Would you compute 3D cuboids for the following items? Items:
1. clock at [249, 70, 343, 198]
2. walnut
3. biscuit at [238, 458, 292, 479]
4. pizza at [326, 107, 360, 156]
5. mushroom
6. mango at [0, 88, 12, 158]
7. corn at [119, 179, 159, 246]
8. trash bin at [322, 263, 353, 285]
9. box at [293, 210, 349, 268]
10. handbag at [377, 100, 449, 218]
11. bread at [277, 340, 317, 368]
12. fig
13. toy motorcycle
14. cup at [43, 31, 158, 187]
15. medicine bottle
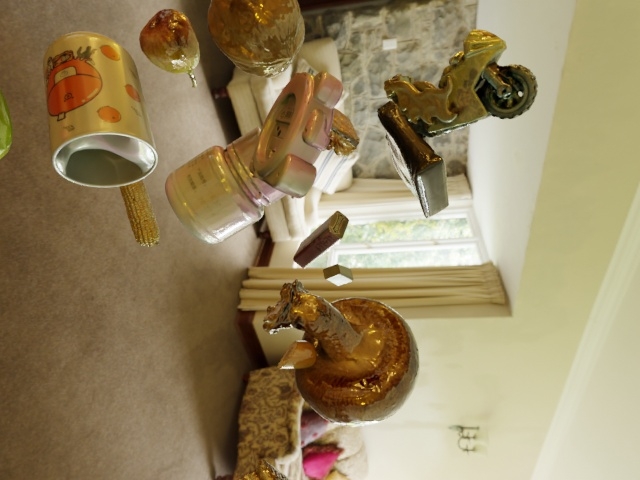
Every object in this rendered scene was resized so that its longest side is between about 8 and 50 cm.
[{"bbox_3d":[-0.056,-0.227,0.864,0.247,0.090,0.227,-65,-149,8],"label":"clock"},{"bbox_3d":[-0.138,-0.487,0.932,0.228,0.228,0.227,-3,90,-80],"label":"walnut"},{"bbox_3d":[-0.035,0.397,0.572,0.070,0.106,0.252,-43,137,-19],"label":"biscuit"},{"bbox_3d":[0.041,-0.449,1.625,0.277,0.114,0.409,49,29,-1],"label":"pizza"},{"bbox_3d":[0.075,0.247,1.026,0.331,0.334,0.356,-44,131,-63],"label":"mushroom"},{"bbox_3d":[-0.442,-0.180,0.521,0.091,0.074,0.165,-143,-129,-59],"label":"mango"},{"bbox_3d":[-0.688,-0.126,1.564,0.102,0.102,0.312,-72,160,-64],"label":"corn"},{"bbox_3d":[0.054,0.103,1.266,0.092,0.061,0.042,32,40,-57],"label":"trash bin"},{"bbox_3d":[0.000,0.000,1.439,0.069,0.224,0.120,38,44,-13],"label":"box"},{"bbox_3d":[0.228,-0.193,0.991,0.223,0.080,0.247,67,9,29],"label":"handbag"},{"bbox_3d":[-0.053,0.255,0.925,0.103,0.049,0.062,16,61,-44],"label":"bread"},{"bbox_3d":[-0.415,-0.536,1.206,0.257,0.159,0.159,76,13,-70],"label":"fig"},{"bbox_3d":[0.336,-0.385,1.090,0.169,0.410,0.236,-23,97,-50],"label":"toy motorcycle"},{"bbox_3d":[-0.521,-0.313,0.967,0.212,0.212,0.317,56,14,-70],"label":"cup"},{"bbox_3d":[-0.246,-0.154,1.159,0.241,0.302,0.241,58,6,-10],"label":"medicine bottle"}]
